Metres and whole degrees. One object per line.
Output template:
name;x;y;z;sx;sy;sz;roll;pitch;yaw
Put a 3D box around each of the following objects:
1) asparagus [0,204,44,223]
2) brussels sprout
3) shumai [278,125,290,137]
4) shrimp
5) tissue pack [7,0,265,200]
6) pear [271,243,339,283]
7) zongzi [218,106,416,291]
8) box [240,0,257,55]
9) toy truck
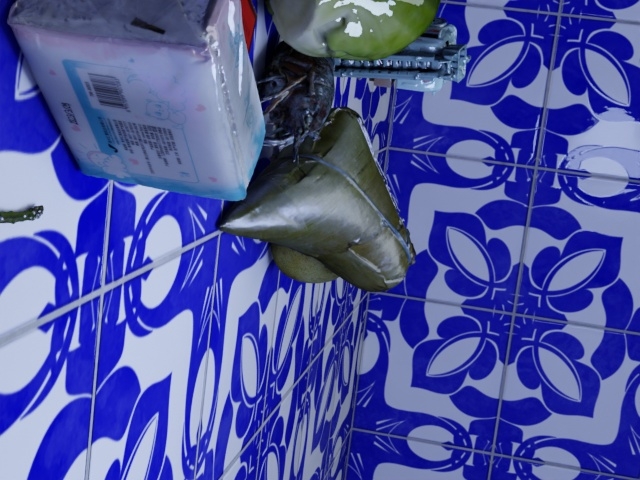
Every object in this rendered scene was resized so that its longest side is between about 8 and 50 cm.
asparagus;-0.290;-0.024;1.064;0.015;0.014;0.114;-66;172;7
brussels sprout;0.052;-0.442;1.863;0.354;0.281;0.289;-34;119;-44
shumai;-0.002;-0.212;2.166;0.184;0.142;0.184;11;90;-82
shrimp;-0.048;-0.225;1.909;0.372;0.137;0.172;-71;170;-48
tissue pack;-0.169;-0.160;1.109;0.271;0.201;0.124;82;16;-63
pear;-0.017;0.010;2.202;0.167;0.167;0.136;-66;152;-56
zongzi;0.000;0.000;1.978;0.393;0.174;0.356;-51;121;-43
box;-0.151;-0.236;1.508;0.153;0.074;0.240;78;23;-74
toy truck;0.124;-0.361;2.175;0.184;0.338;0.133;-63;159;-60
